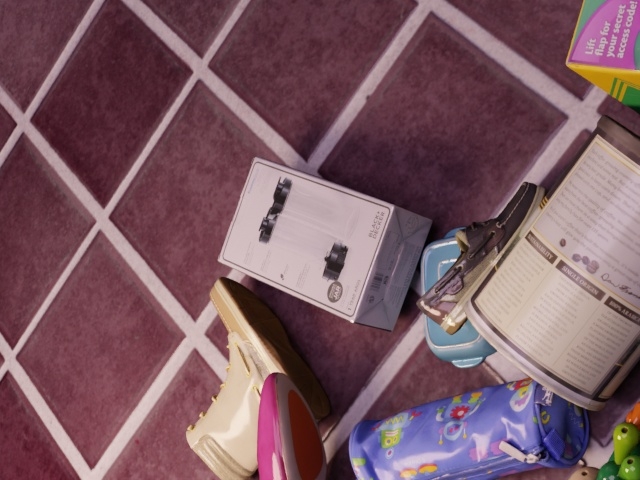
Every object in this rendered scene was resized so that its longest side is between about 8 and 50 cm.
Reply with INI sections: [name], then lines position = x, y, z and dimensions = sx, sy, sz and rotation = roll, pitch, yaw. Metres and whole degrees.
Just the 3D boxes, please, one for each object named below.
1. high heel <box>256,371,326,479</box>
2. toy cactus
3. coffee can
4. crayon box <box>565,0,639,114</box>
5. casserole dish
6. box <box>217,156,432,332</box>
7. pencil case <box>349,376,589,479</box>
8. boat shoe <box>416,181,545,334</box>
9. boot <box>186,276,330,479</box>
[high heel]
position = -0.083, 0.370, 1.582
dimensions = 0.181, 0.127, 0.377
rotation = -10, 86, 25
[toy cactus]
position = 0.332, 0.275, 1.333
dimensions = 0.112, 0.180, 0.219
rotation = 37, 63, 2
[coffee can]
position = 0.323, 0.025, 1.346
dimensions = 0.201, 0.201, 0.275
rotation = 44, 106, 34
[crayon box]
position = 0.421, -0.313, 1.279
dimensions = 0.106, 0.313, 0.363
rotation = 15, 89, 38
[casserole dish]
position = 0.180, 0.072, 1.546
dimensions = 0.114, 0.037, 0.188
rotation = -12, 74, 35
[box]
position = 0.000, 0.000, 1.646
dimensions = 0.290, 0.087, 0.169
rotation = 20, 92, 43
[pencil case]
position = 0.177, 0.251, 1.451
dimensions = 0.306, 0.133, 0.119
rotation = -22, 108, 32
[boat shoe]
position = 0.201, 0.011, 1.480
dimensions = 0.073, 0.080, 0.224
rotation = 34, 81, 2
[boot]
position = -0.127, 0.204, 1.704
dimensions = 0.203, 0.095, 0.262
rotation = -44, 67, 20
